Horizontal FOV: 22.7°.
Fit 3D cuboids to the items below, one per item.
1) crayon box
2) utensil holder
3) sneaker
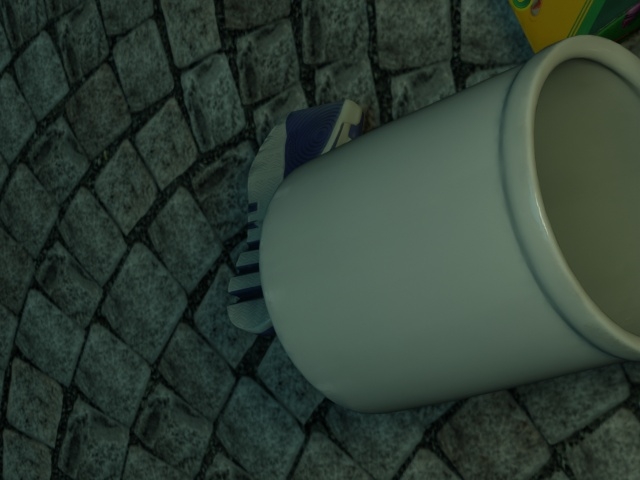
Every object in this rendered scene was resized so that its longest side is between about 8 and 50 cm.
[{"bbox_3d":[0.264,-0.340,1.725,0.165,0.081,0.278,-36,70,36],"label":"crayon box"},{"bbox_3d":[0.170,0.003,1.674,0.385,0.327,0.328,-20,80,41],"label":"utensil holder"},{"bbox_3d":[0.000,0.001,1.954,0.127,0.182,0.315,-5,61,39],"label":"sneaker"}]
